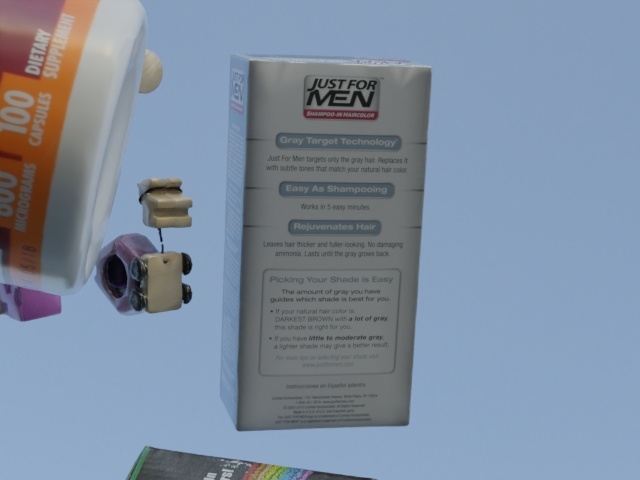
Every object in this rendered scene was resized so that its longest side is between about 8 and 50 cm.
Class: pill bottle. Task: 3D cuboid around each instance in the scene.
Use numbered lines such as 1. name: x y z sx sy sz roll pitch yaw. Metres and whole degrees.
1. pill bottle: -0.334 -0.108 0.867 0.392 0.224 0.224 13 -65 -6

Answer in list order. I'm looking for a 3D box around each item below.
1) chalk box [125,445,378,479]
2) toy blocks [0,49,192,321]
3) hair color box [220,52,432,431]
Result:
1. chalk box: -0.099 0.312 1.100 0.289 0.180 0.179 5 -51 16
2. toy blocks: -0.322 -0.068 1.205 0.309 0.260 0.288 -6 -79 -42
3. hair color box: 0.000 0.000 1.277 0.185 0.113 0.374 0 -78 -13
